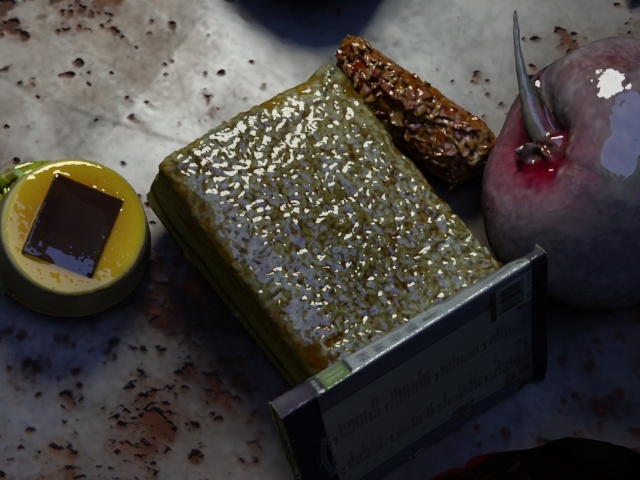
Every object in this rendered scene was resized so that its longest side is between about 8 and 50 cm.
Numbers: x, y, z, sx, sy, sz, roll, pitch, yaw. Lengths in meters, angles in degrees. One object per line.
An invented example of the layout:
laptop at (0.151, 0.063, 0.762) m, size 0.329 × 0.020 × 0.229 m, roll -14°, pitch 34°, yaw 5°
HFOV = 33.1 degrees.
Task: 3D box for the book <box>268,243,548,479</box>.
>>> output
book at (0.075, 0.109, 0.811) m, size 0.231 × 0.157 × 0.026 m, roll -30°, pitch 49°, yaw -15°

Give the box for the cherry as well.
cherry at (0.232, -0.050, 0.860) m, size 0.266 × 0.183 × 0.213 m, roll 23°, pitch 108°, yaw -16°

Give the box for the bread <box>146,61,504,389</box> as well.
bread at (0.000, 0.000, 0.863) m, size 0.184 × 0.110 × 0.234 m, roll -35°, pitch 80°, yaw -19°

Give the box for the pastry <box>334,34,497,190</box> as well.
pastry at (0.074, -0.107, 0.924) m, size 0.169 × 0.087 × 0.063 m, roll 36°, pitch 84°, yaw 6°

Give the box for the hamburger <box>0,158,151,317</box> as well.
hamburger at (-0.205, -0.003, 0.853) m, size 0.141 × 0.081 × 0.127 m, roll 6°, pitch 72°, yaw -17°

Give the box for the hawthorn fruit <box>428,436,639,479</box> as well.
hawthorn fruit at (0.133, 0.272, 0.681) m, size 0.315 × 0.316 × 0.316 m, roll 2°, pitch 71°, yaw -6°
